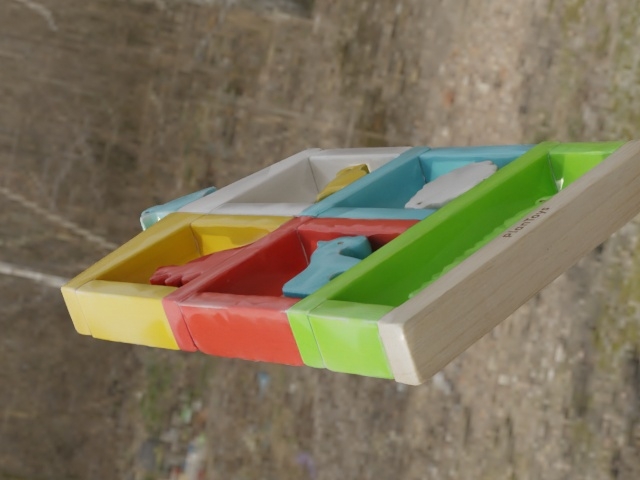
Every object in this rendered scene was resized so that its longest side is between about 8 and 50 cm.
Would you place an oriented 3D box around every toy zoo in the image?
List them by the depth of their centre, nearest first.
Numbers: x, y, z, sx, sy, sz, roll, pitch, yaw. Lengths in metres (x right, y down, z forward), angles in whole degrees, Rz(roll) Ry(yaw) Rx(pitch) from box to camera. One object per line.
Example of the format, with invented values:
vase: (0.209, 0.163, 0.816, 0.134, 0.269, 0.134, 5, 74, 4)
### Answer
toy zoo: (0.000, 0.000, 0.699, 0.293, 0.192, 0.030, 2, 117, 47)
